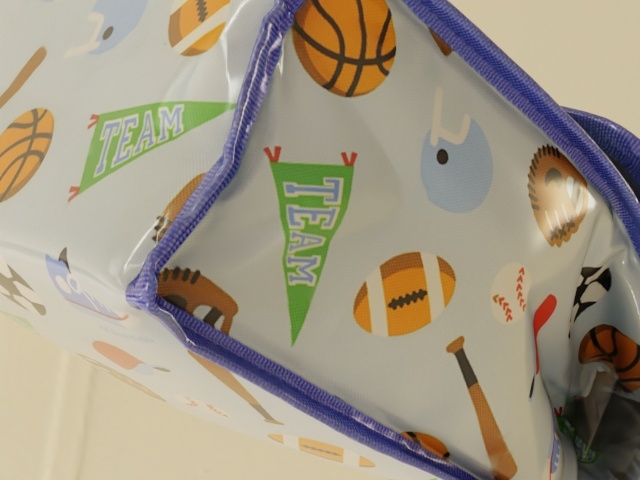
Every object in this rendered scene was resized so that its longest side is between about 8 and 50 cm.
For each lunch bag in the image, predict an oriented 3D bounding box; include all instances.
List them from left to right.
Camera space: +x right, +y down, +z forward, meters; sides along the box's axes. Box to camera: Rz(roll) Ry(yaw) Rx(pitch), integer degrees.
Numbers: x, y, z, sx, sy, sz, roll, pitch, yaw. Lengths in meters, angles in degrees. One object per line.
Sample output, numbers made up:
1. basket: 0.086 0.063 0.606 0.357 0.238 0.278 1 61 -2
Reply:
1. lunch bag: 0.000 0.000 0.864 0.385 0.327 0.239 36 -102 -36
